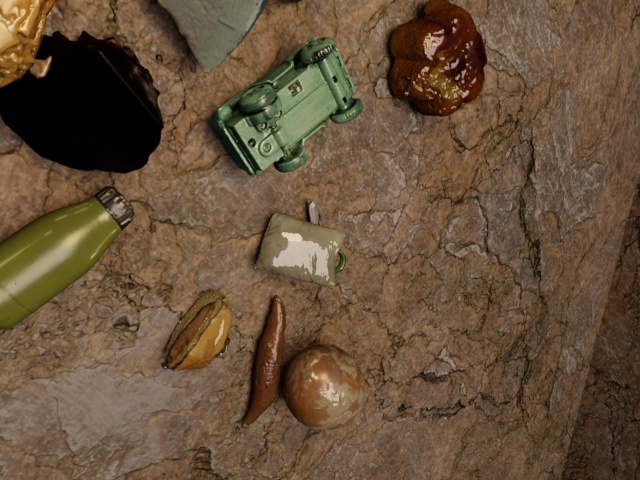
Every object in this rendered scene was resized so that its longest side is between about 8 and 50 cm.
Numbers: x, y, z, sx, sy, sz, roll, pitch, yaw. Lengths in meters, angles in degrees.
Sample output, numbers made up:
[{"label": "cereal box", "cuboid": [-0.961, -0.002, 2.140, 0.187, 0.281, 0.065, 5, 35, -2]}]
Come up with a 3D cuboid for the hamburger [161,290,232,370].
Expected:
[{"label": "hamburger", "cuboid": [-0.231, 0.191, 0.970, 0.176, 0.087, 0.102, -58, 141, -17]}]

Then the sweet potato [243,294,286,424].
[{"label": "sweet potato", "cuboid": [-0.115, 0.272, 1.085, 0.066, 0.072, 0.314, 6, 104, -23]}]

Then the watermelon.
[{"label": "watermelon", "cuboid": [-0.186, -0.462, 0.729, 0.258, 0.228, 0.387, 3, 97, -28]}]

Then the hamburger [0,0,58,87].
[{"label": "hamburger", "cuboid": [-0.427, -0.297, 0.528, 0.314, 0.170, 0.290, 21, 88, 3]}]

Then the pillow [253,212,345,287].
[{"label": "pillow", "cuboid": [-0.044, 0.022, 1.043, 0.181, 0.078, 0.134, 15, 93, -17]}]

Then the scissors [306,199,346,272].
[{"label": "scissors", "cuboid": [0.000, 0.000, 1.111, 0.101, 0.027, 0.204, -33, 124, -27]}]

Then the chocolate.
[{"label": "chocolate", "cuboid": [-0.340, -0.233, 0.740, 0.224, 0.206, 0.177, 57, 25, -44]}]

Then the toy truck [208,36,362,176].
[{"label": "toy truck", "cuboid": [-0.060, -0.248, 0.906, 0.279, 0.156, 0.155, -44, 125, -18]}]

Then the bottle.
[{"label": "bottle", "cuboid": [-0.411, 0.016, 0.757, 0.260, 0.112, 0.112, -42, 125, -19]}]

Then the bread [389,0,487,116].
[{"label": "bread", "cuboid": [0.268, -0.398, 1.117, 0.232, 0.135, 0.247, -40, 127, -4]}]

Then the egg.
[{"label": "egg", "cuboid": [0.006, 0.333, 1.120, 0.195, 0.195, 0.233, -51, 139, -13]}]
